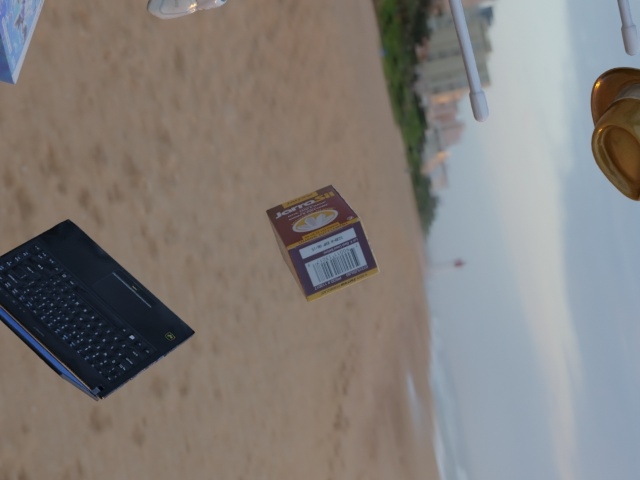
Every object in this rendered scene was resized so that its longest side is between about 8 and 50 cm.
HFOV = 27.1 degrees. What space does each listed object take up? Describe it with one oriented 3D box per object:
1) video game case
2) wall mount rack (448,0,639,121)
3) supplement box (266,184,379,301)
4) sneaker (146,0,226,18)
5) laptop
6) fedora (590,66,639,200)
[{"bbox_3d":[-0.474,-0.408,2.046,0.269,0.061,0.244,109,-6,-70],"label":"video game case"},{"bbox_3d":[0.244,-0.291,1.404,0.304,0.350,0.130,89,-25,-63],"label":"wall mount rack"},{"bbox_3d":[0.000,0.000,1.762,0.188,0.104,0.081,-124,-167,-70],"label":"supplement box"},{"bbox_3d":[-0.230,-0.437,1.789,0.110,0.118,0.292,-47,117,-70],"label":"sneaker"},{"bbox_3d":[-0.299,0.059,1.553,0.234,0.264,0.137,41,-45,15],"label":"laptop"},{"bbox_3d":[0.382,-0.112,1.590,0.194,0.079,0.194,37,-28,23],"label":"fedora"}]
